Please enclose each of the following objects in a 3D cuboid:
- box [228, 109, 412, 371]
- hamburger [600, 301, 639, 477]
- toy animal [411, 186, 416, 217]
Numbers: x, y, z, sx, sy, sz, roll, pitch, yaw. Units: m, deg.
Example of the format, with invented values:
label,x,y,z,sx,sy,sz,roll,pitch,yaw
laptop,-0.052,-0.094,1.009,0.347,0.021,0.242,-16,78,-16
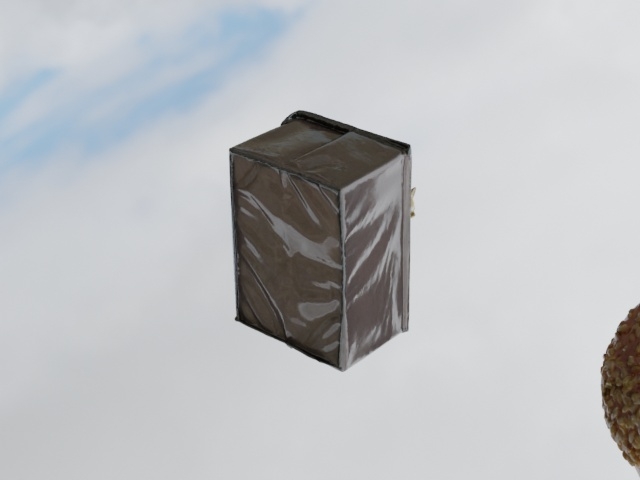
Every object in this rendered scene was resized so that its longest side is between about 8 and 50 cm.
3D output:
label,x,y,z,sx,sy,sz,roll,pitch,yaw
box,0.000,0.000,1.530,0.188,0.252,0.153,21,-148,33
hamburger,0.540,0.207,1.677,0.330,0.250,0.330,-13,-130,16
toy animal,0.116,-0.057,2.064,0.060,0.081,0.083,-27,161,-45
